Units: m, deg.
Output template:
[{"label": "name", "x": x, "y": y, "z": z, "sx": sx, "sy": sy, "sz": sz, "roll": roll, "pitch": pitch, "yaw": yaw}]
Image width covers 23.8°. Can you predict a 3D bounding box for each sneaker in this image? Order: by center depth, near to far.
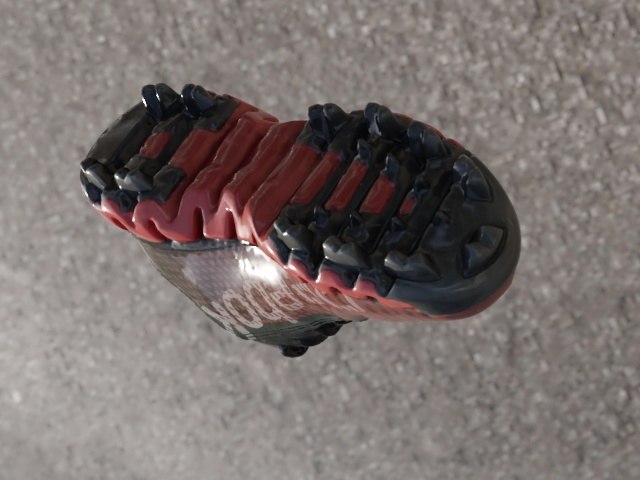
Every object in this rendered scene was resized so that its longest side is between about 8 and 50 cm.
[{"label": "sneaker", "x": 0.000, "y": 0.000, "z": 0.756, "sx": 0.276, "sy": 0.098, "sz": 0.135, "roll": 13, "pitch": 148, "yaw": 45}]
